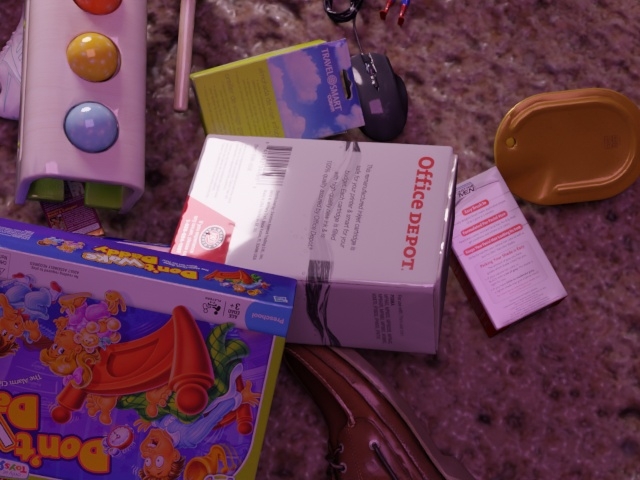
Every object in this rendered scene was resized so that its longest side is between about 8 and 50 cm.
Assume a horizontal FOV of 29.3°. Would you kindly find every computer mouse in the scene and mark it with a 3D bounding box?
[{"bbox_3d":[0.051,-0.229,1.437,0.071,0.041,0.242,-13,74,-6],"label":"computer mouse"}]

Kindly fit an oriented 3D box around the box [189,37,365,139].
[{"bbox_3d":[-0.049,-0.159,1.385,0.178,0.042,0.109,-16,107,-9],"label":"box"}]

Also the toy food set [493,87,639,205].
[{"bbox_3d":[0.301,-0.111,1.410,0.217,0.071,0.128,-5,98,-3],"label":"toy food set"}]

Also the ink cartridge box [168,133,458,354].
[{"bbox_3d":[0.000,0.000,1.270,0.272,0.114,0.197,3,50,11],"label":"ink cartridge box"}]

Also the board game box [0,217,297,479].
[{"bbox_3d":[-0.215,0.120,1.161,0.347,0.078,0.233,11,109,-3],"label":"board game box"}]

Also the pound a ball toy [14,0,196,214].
[{"bbox_3d":[-0.215,-0.196,1.331,0.208,0.136,0.319,6,71,-20],"label":"pound a ball toy"}]

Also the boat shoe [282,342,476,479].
[{"bbox_3d":[0.054,0.218,1.268,0.104,0.111,0.307,-42,79,-14],"label":"boat shoe"}]

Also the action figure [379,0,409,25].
[{"bbox_3d":[0.104,-0.317,1.473,0.038,0.030,0.115,17,71,7],"label":"action figure"}]

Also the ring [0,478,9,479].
[{"bbox_3d":[-0.210,0.348,1.256,0.336,0.032,0.337,1,73,-4],"label":"ring"}]

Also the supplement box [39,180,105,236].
[{"bbox_3d":[-0.276,-0.028,1.356,0.055,0.043,0.083,-21,77,-9],"label":"supplement box"}]

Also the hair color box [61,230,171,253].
[{"bbox_3d":[-0.326,0.076,1.269,0.338,0.110,0.185,7,89,-3],"label":"hair color box"}]

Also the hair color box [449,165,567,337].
[{"bbox_3d":[0.192,0.013,1.368,0.093,0.053,0.167,-25,78,-9],"label":"hair color box"}]

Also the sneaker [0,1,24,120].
[{"bbox_3d":[-0.345,-0.209,1.400,0.061,0.054,0.152,1,74,0],"label":"sneaker"}]
